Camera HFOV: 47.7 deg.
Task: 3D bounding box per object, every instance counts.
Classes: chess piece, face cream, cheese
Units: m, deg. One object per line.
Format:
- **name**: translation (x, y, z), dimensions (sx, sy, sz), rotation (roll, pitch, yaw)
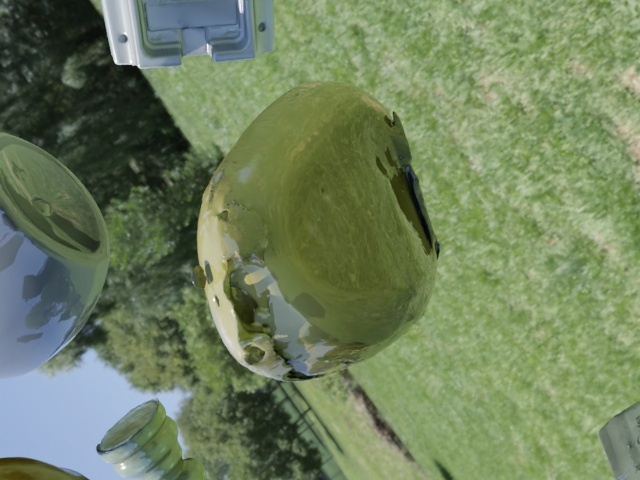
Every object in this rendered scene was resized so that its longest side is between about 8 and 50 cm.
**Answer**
- **chess piece**: translation (-0.254, 0.401, 1.230), dimensions (0.243, 0.133, 0.133), rotation (55, 175, -14)
- **face cream**: translation (-0.472, 0.044, 0.975), dimensions (0.313, 0.357, 0.219), rotation (52, -158, -7)
- **cheese**: translation (0.000, 0.000, 0.652), dimensions (0.260, 0.128, 0.316), rotation (61, -148, -11)

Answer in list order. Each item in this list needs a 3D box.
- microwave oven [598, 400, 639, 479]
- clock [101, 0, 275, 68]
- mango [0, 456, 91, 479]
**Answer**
- **microwave oven**: translation (0.220, 0.148, 0.270), dimensions (0.163, 0.129, 0.205), rotation (43, -157, -14)
- **clock**: translation (-0.197, -0.382, 1.081), dimensions (0.116, 0.262, 0.231), rotation (-115, 20, -53)
- **mango**: translation (-0.174, 0.207, 0.419), dimensions (0.221, 0.120, 0.152), rotation (84, -171, -68)
